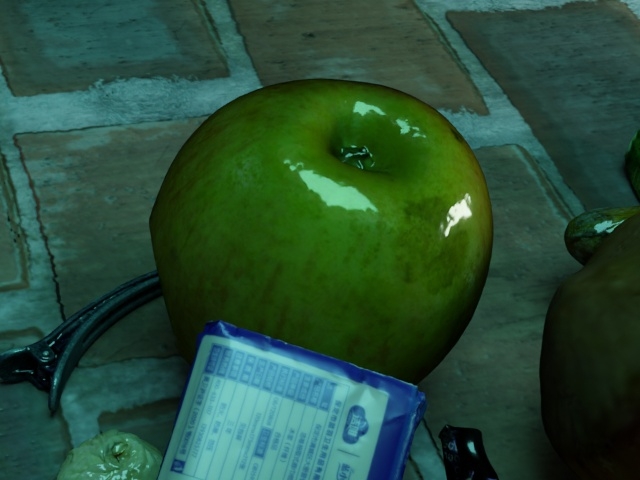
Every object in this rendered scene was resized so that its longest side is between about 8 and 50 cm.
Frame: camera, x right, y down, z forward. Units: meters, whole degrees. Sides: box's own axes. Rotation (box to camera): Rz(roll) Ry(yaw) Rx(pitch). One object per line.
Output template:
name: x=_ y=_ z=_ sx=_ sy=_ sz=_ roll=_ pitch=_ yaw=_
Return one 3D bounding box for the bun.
bun: x=-0.191 y=0.227 z=1.297 sx=0.115 sy=0.069 sz=0.115 roll=5 pitch=43 yaw=-5

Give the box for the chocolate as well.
chocolate: x=0.129 y=0.243 z=1.289 sx=0.072 sy=0.147 sz=0.070 roll=25 pitch=47 yaw=27

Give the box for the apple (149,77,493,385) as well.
apple: x=0.000 y=0.000 z=1.356 sx=0.340 sy=0.339 sz=0.339 roll=6 pitch=42 yaw=-5

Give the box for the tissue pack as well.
tissue pack: x=-0.044 y=0.227 z=1.160 sx=0.209 sy=0.137 sz=0.269 roll=18 pitch=70 yaw=-7

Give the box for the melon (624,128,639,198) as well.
melon: x=0.511 y=-0.061 z=1.720 sx=0.323 sy=0.196 sz=0.124 roll=28 pitch=14 yaw=29

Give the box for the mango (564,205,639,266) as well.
mango: x=0.431 y=0.022 z=1.570 sx=0.316 sy=0.193 sz=0.146 roll=7 pitch=77 yaw=1

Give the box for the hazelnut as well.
hazelnut: x=0.389 y=0.138 z=1.348 sx=0.372 sy=0.315 sz=0.372 roll=31 pitch=33 yaw=-23

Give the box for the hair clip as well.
hair clip: x=-0.222 y=0.079 z=1.475 sx=0.083 sy=0.048 sz=0.275 roll=26 pitch=43 yaw=23
